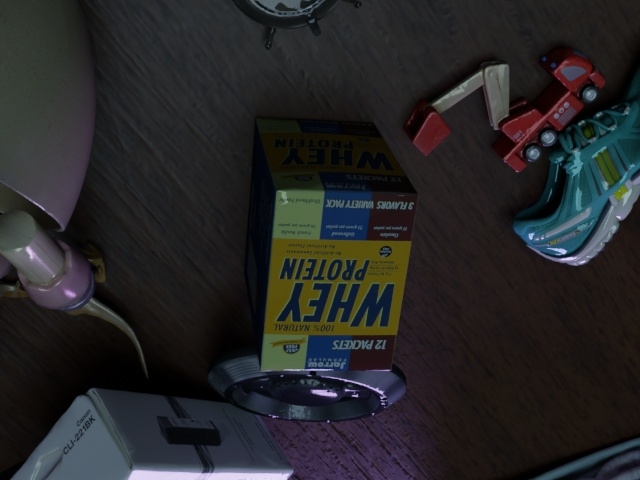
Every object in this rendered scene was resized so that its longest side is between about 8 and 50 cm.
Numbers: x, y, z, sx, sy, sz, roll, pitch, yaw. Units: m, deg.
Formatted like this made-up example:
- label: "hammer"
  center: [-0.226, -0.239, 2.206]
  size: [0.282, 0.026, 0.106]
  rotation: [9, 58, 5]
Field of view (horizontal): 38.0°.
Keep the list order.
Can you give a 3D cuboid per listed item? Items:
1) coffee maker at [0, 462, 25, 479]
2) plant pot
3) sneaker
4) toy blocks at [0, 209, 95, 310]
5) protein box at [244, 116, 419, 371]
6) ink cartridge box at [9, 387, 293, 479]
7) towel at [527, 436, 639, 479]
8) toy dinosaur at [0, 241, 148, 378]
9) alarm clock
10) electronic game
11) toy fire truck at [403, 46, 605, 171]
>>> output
- label: "coffee maker"
  center: [-0.352, 0.354, 1.096]
  size: [0.120, 0.178, 0.171]
  rotation: [29, 108, -23]
- label: "plant pot"
  center: [-0.312, -0.156, 0.822]
  size: [0.284, 0.284, 0.191]
  rotation: [31, 76, -22]
- label: "sneaker"
  center: [0.314, -0.097, 1.034]
  size: [0.110, 0.107, 0.275]
  rotation: [24, 110, -10]
- label: "toy blocks"
  center: [-0.404, 0.093, 0.910]
  size: [0.309, 0.260, 0.289]
  rotation: [19, 71, 12]
- label: "protein box"
  center: [0.000, 0.000, 0.966]
  size: [0.136, 0.201, 0.200]
  rotation: [1, 116, -11]
- label: "ink cartridge box"
  center: [-0.195, 0.282, 1.056]
  size: [0.197, 0.114, 0.273]
  rotation: [-50, 145, 15]
- label: "towel"
  center: [0.365, 0.459, 1.330]
  size: [0.374, 0.090, 0.321]
  rotation: [-19, 121, 0]
- label: "toy dinosaur"
  center: [-0.270, 0.064, 1.041]
  size: [0.211, 0.064, 0.112]
  rotation: [22, 128, -9]
- label: "alarm clock"
  center: [-0.042, -0.288, 0.896]
  size: [0.129, 0.064, 0.192]
  rotation: [-25, 115, 3]
- label: "electronic game"
  center: [-0.016, 0.163, 1.073]
  size: [0.229, 0.048, 0.229]
  rotation: [2, 154, 1]
- label: "toy fire truck"
  center: [0.200, -0.149, 1.014]
  size: [0.135, 0.047, 0.192]
  rotation: [37, 105, -23]
